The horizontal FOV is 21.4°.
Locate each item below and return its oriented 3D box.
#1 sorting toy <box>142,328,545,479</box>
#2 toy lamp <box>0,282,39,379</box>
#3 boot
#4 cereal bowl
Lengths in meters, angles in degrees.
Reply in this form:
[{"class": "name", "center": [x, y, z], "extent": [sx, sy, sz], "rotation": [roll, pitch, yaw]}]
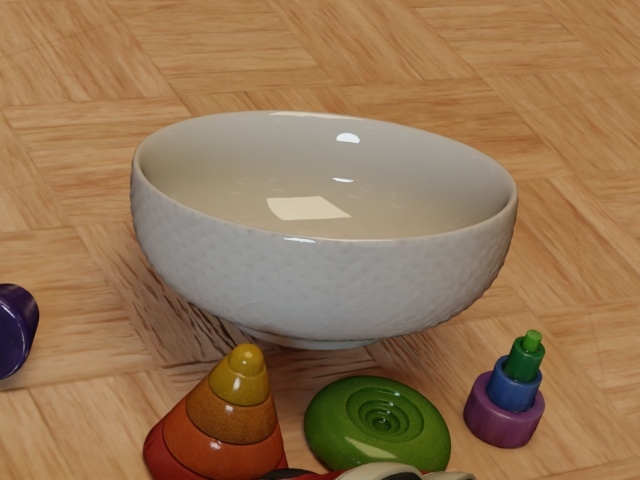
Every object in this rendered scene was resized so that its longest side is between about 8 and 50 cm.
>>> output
[{"class": "sorting toy", "center": [0.039, 0.122, 1.381], "extent": [0.366, 0.126, 0.127], "rotation": [-5, 40, -28]}, {"class": "toy lamp", "center": [-0.284, 0.099, 1.281], "extent": [0.080, 0.080, 0.274], "rotation": [21, 20, 6]}, {"class": "boot", "center": [-0.004, 0.198, 1.200], "extent": [0.176, 0.088, 0.244], "rotation": [0, -6, 21]}, {"class": "cereal bowl", "center": [0.000, 0.000, 1.477], "extent": [0.339, 0.141, 0.339], "rotation": [4, 21, -2]}]
